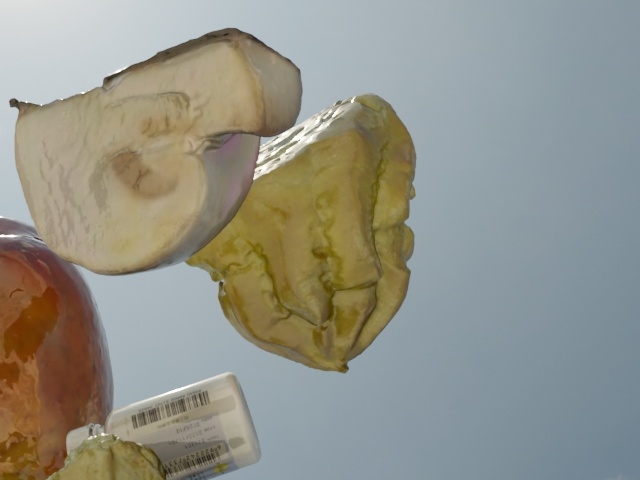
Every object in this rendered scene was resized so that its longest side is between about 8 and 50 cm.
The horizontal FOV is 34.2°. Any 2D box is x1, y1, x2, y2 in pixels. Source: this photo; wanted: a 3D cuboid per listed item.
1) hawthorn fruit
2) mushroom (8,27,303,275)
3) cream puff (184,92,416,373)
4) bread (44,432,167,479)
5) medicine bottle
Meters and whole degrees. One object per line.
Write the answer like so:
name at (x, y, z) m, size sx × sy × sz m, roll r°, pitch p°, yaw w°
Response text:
hawthorn fruit at (-0.514, 0.198, 1.509) m, size 0.472 × 0.472 × 0.471 m, roll 2°, pitch -85°, yaw 25°
mushroom at (-0.113, -0.048, 0.868) m, size 0.236 × 0.162 × 0.173 m, roll -14°, pitch -106°, yaw 25°
cream puff at (0.001, -0.001, 1.218) m, size 0.291 × 0.324 × 0.257 m, roll -29°, pitch -79°, yaw -2°
bread at (-0.146, 0.296, 0.948) m, size 0.268 × 0.130 × 0.152 m, roll 41°, pitch -40°, yaw 8°
medicine bottle at (-0.163, 0.214, 1.097) m, size 0.187 × 0.103 × 0.102 m, roll -18°, pitch -94°, yaw -5°
